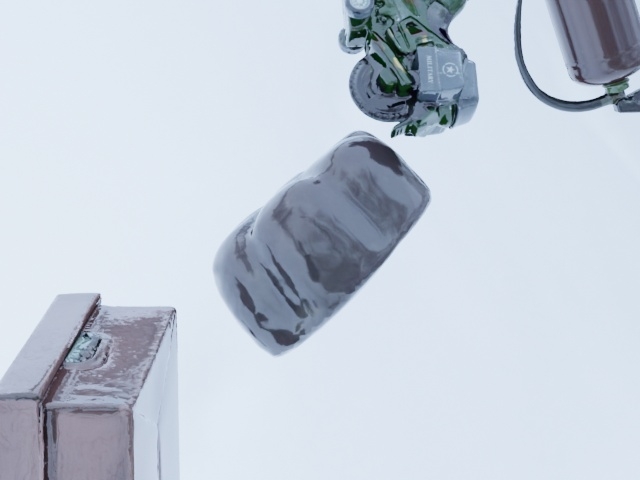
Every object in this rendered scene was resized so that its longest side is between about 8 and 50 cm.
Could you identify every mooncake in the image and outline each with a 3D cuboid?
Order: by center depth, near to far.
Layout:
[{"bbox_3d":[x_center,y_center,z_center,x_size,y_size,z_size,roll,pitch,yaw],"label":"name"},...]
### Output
[{"bbox_3d":[0.000,0.000,1.695,0.133,0.245,0.245,49,22,-3],"label":"mooncake"}]

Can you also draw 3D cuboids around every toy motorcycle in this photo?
[{"bbox_3d":[0.110,-0.231,1.694,0.187,0.125,0.274,-1,69,-6],"label":"toy motorcycle"}]

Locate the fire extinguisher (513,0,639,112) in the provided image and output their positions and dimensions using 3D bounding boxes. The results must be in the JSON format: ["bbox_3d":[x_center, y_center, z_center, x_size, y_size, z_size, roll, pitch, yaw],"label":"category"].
[{"bbox_3d":[0.126,-0.126,0.846,0.045,0.078,0.157,-133,-158,-76],"label":"fire extinguisher"}]

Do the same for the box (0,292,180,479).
[{"bbox_3d":[-0.142,0.162,1.065,0.086,0.215,0.215,1,14,2],"label":"box"}]
